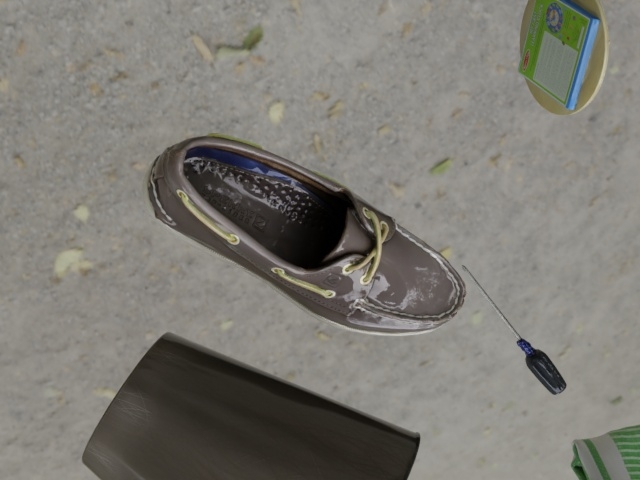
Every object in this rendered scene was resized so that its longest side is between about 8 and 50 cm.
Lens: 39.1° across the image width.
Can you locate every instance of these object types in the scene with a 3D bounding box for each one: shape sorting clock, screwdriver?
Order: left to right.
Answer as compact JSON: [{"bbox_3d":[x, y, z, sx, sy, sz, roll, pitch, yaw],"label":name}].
[{"bbox_3d":[0.198,0.095,0.943,0.025,0.170,0.024,-44,-176,-15],"label":"screwdriver"},{"bbox_3d":[0.359,-0.289,1.339,0.040,0.206,0.206,-12,145,-24],"label":"shape sorting clock"}]

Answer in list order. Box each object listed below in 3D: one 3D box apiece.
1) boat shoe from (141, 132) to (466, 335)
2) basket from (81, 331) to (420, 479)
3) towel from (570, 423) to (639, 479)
[{"bbox_3d":[0.000,0.000,0.812,0.324,0.116,0.097,26,164,-16],"label":"boat shoe"},{"bbox_3d":[-0.065,0.187,0.746,0.204,0.227,0.154,-57,178,-11],"label":"basket"},{"bbox_3d":[0.440,0.280,0.914,0.325,0.247,0.038,-8,143,-14],"label":"towel"}]
